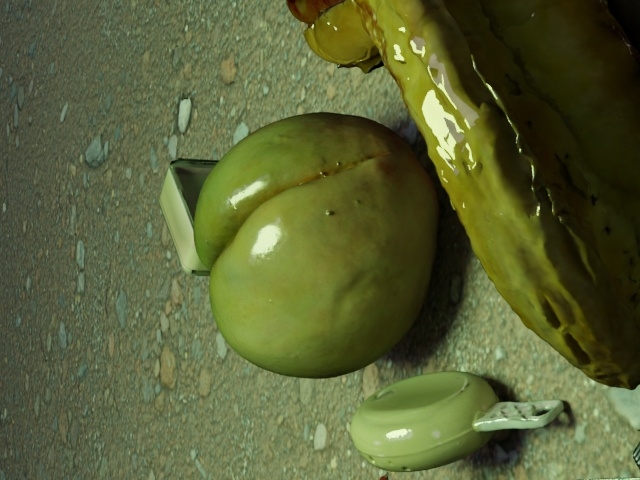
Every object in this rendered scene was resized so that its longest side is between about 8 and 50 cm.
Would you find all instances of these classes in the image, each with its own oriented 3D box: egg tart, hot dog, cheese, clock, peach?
[{"bbox_3d":[0.175,-0.094,1.114,0.178,0.443,0.443,-30,51,9],"label":"egg tart"},{"bbox_3d":[0.049,-0.303,1.564,0.326,0.107,0.194,-44,50,52],"label":"hot dog"},{"bbox_3d":[0.136,0.174,1.365,0.227,0.137,0.064,-9,109,42],"label":"cheese"},{"bbox_3d":[-0.088,-0.025,1.712,0.071,0.192,0.147,-66,35,37],"label":"clock"},{"bbox_3d":[-0.001,-0.001,1.503,0.292,0.247,0.292,-23,51,31],"label":"peach"}]

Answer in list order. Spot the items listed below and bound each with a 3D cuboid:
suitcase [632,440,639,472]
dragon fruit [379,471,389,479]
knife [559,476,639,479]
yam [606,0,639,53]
[{"bbox_3d":[0.302,0.147,1.072,0.126,0.086,0.059,-66,33,35],"label":"suitcase"},{"bbox_3d":[0.071,0.370,1.354,0.252,0.241,0.241,-74,10,-47],"label":"dragon fruit"},{"bbox_3d":[0.243,0.206,1.041,0.278,0.053,0.123,-16,59,51],"label":"knife"},{"bbox_3d":[0.312,-0.145,1.028,0.129,0.128,0.238,-63,37,35],"label":"yam"}]
